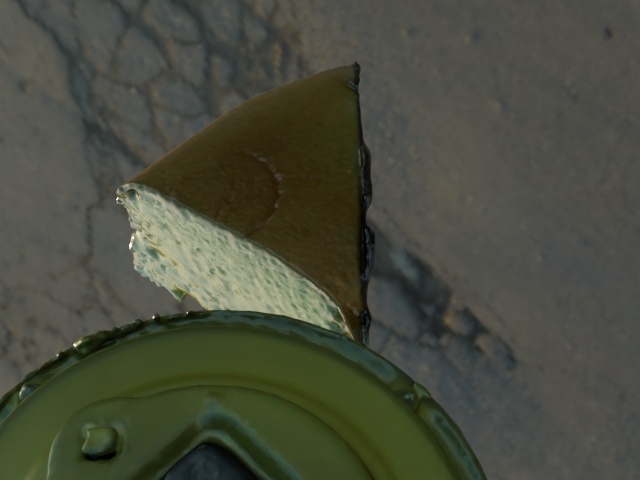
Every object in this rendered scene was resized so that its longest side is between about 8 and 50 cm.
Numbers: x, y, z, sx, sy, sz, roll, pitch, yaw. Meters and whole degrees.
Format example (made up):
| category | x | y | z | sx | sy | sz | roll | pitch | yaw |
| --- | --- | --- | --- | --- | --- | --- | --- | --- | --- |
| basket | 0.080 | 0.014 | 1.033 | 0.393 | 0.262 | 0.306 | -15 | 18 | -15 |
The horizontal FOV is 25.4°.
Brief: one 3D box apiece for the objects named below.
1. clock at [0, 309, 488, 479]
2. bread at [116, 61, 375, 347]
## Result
| category | x | y | z | sx | sy | sz | roll | pitch | yaw |
| --- | --- | --- | --- | --- | --- | --- | --- | --- | --- |
| clock | -0.039 | 0.120 | 0.523 | 0.237 | 0.237 | 0.057 | 39 | 155 | 18 |
| bread | 0.000 | 0.000 | 0.809 | 0.160 | 0.169 | 0.140 | 45 | 156 | 21 |
